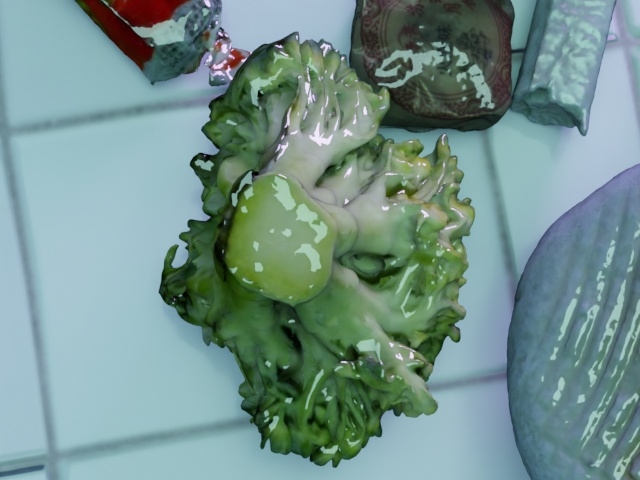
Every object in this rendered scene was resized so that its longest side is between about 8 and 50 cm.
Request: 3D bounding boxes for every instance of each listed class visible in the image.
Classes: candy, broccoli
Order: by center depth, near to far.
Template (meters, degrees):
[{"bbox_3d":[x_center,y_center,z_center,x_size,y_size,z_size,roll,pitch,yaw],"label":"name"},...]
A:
[{"bbox_3d":[0.000,0.000,1.208,0.248,0.245,0.288,-39,87,-2],"label":"broccoli"},{"bbox_3d":[-0.158,-0.206,1.328,0.292,0.059,0.086,43,77,3],"label":"candy"}]

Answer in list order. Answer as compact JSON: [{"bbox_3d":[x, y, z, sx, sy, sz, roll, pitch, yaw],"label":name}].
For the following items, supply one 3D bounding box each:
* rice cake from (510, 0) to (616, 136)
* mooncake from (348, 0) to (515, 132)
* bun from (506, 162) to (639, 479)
[{"bbox_3d":[0.200,-0.183,1.345,0.063,0.069,0.206,16,83,-4],"label":"rice cake"},{"bbox_3d":[0.088,-0.150,1.329,0.130,0.073,0.125,4,79,-5],"label":"mooncake"},{"bbox_3d":[0.307,0.104,1.215,0.361,0.211,0.362,-5,78,24],"label":"bun"}]
